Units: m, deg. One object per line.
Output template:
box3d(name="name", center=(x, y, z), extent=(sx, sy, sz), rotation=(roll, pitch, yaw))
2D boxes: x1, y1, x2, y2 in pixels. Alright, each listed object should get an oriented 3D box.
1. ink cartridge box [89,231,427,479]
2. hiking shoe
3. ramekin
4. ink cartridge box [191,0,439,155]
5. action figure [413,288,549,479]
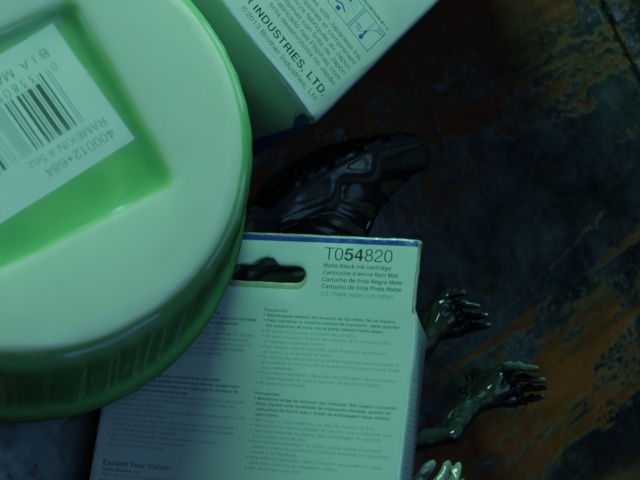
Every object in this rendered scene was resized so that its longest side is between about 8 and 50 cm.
box3d(name="ink cartridge box", center=(-0.042, 0.107, 0.928), extent=(0.045, 0.223, 0.224), rotation=(45, 50, -68))
box3d(name="hiking shoe", center=(0.000, 0.000, 1.040), extent=(0.227, 0.086, 0.114), rotation=(-32, 105, -21))
box3d(name="ramekin", center=(-0.185, -0.045, 0.844), extent=(0.303, 0.148, 0.304), rotation=(3, 77, -12))
box3d(name="ink cartridge box", center=(0.004, -0.291, 1.042), extent=(0.395, 0.151, 0.270), rotation=(-46, 106, -26))
box3d(name="action figure", center=(0.035, 0.139, 0.994), extent=(0.275, 0.141, 0.164), rotation=(-34, 87, -31))
